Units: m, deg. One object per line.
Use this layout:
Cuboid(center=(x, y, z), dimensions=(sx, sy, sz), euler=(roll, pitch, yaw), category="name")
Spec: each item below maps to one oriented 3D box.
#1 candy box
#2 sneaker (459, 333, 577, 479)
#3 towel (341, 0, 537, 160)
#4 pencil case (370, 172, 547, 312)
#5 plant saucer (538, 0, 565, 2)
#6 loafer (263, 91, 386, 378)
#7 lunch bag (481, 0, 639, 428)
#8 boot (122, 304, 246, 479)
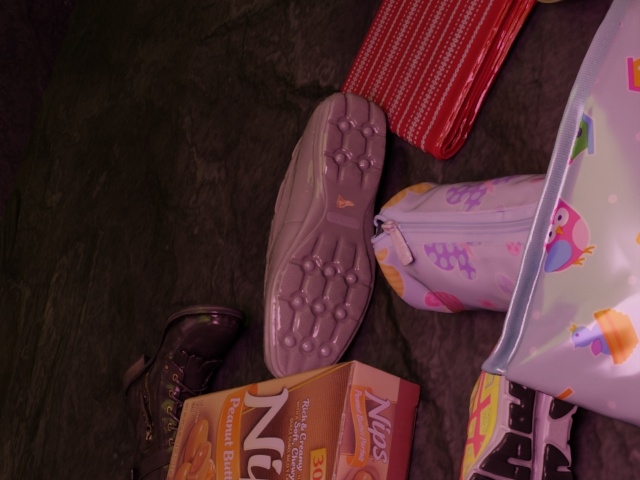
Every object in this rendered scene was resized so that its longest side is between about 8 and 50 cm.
Cuboid(center=(-0.044, 0.234, 1.061), dimensions=(0.316, 0.088, 0.183), euler=(-22, 51, 52), category="candy box")
Cuboid(center=(0.146, 0.154, 0.830), dimensions=(0.094, 0.081, 0.208), euler=(-177, 107, -80), category="sneaker")
Cuboid(center=(0.117, -0.207, 1.168), dimensions=(0.199, 0.031, 0.275), euler=(-64, 27, 10), category="towel")
Cuboid(center=(0.158, -0.001, 0.858), dimensions=(0.273, 0.124, 0.113), euler=(-3, 59, 57), category="pencil case")
Cuboid(center=(0.263, -0.315, 0.956), dimensions=(0.241, 0.037, 0.241), euler=(-55, 22, 35), category="plant saucer")
Cuboid(center=(0.000, 0.000, 1.150), dimensions=(0.111, 0.112, 0.319), euler=(149, 138, -66), category="loafer")
Cuboid(center=(0.241, -0.010, 0.614), dimensions=(0.223, 0.160, 0.262), euler=(18, 88, 25), category="lunch bag")
Cuboid(center=(-0.160, 0.222, 1.287), dimensions=(0.263, 0.091, 0.229), euler=(-46, 41, 40), category="boot")
